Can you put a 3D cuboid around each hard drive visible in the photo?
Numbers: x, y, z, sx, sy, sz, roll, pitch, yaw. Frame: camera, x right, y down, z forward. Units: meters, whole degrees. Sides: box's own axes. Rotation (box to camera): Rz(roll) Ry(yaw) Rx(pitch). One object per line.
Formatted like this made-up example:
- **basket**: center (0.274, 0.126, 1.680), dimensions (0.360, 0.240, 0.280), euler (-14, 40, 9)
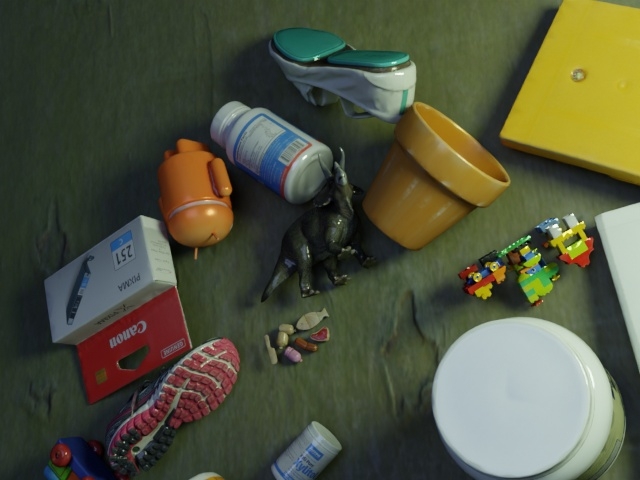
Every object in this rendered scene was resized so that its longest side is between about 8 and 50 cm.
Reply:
- **hard drive**: center (0.546, 0.073, 1.348), dimensions (0.203, 0.040, 0.307), euler (-17, 59, 17)

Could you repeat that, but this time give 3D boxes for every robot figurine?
- **robot figurine**: center (-0.235, -0.080, 1.709), dimensions (0.158, 0.128, 0.219), euler (-16, 67, 3)

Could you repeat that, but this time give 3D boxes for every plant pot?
- **plant pot**: center (0.175, -0.093, 1.510), dimensions (0.188, 0.205, 0.205), euler (-50, 61, 21)

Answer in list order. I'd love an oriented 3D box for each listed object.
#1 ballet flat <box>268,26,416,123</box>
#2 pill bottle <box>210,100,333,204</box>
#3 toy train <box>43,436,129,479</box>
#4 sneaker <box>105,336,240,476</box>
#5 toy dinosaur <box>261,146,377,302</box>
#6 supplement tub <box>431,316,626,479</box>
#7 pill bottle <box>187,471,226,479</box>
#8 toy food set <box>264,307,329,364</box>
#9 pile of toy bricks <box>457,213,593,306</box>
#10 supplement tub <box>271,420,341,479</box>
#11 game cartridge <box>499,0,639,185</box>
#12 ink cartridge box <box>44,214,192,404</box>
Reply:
- **ballet flat**: center (0.028, -0.291, 1.640), dimensions (0.400, 0.139, 0.139), euler (30, 88, 51)
- **pill bottle**: center (-0.095, -0.169, 1.676), dimensions (0.221, 0.124, 0.124), euler (35, 90, 28)
- **toy train**: center (-0.413, 0.483, 1.640), dimensions (0.248, 0.105, 0.143), euler (40, 103, 27)
- **sneaker**: center (-0.275, 0.278, 1.632), dimensions (0.299, 0.121, 0.112), euler (-42, 32, -1)
- **toy dinosaur**: center (0.000, 0.000, 1.604), dimensions (0.313, 0.121, 0.160), euler (-48, 52, 36)
- **supplement tub**: center (0.294, 0.236, 1.276), dimensions (0.235, 0.325, 0.235), euler (-6, 73, 21)
- **pill bottle**: center (-0.128, 0.515, 1.468), dimensions (0.278, 0.162, 0.162), euler (32, 89, 28)
- **toy food set**: center (-0.034, 0.175, 1.609), dimensions (0.122, 0.019, 0.078), euler (-21, 68, 8)
- **pile of toy bricks**: center (0.331, 0.053, 1.453), dimensions (0.212, 0.118, 0.105), euler (-31, 93, -5)
- **supplement tub**: center (-0.024, 0.363, 1.519), dimensions (0.107, 0.071, 0.071), euler (-49, 63, 5)
- **game cartridge**: center (0.492, -0.238, 1.468), dimensions (0.324, 0.053, 0.285), euler (22, 80, 29)
- **ink cartridge box**: center (-0.387, 0.134, 1.706), dimensions (0.296, 0.066, 0.261), euler (-30, 63, 29)
